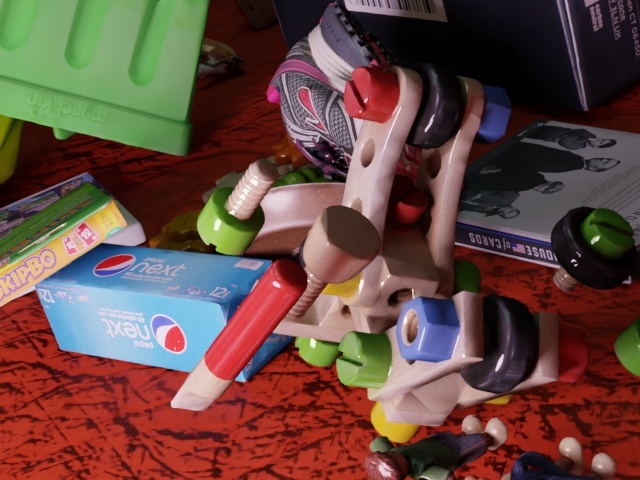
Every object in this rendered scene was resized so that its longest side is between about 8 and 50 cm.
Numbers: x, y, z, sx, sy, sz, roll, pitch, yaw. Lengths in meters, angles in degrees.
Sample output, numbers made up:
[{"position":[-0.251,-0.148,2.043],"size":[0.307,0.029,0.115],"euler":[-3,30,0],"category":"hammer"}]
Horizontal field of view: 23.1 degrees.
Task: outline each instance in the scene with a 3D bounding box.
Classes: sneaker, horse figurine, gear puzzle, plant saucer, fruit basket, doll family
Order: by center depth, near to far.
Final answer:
[{"position":[0.101,0.156,0.871],"size":[0.111,0.076,0.193],"euler":[-12,12,-41],"category":"doll family"},{"position":[0.000,0.000,1.209],"size":[0.168,0.168,0.029],"euler":[-8,69,18],"category":"plant saucer"},{"position":[0.034,-0.092,1.341],"size":[0.112,0.121,0.299],"euler":[-44,28,13],"category":"sneaker"},{"position":[-0.022,-0.070,1.451],"size":[0.339,0.044,0.175],"euler":[-30,28,-27],"category":"gear puzzle"},{"position":[-0.339,-0.153,1.573],"size":[0.392,0.392,0.283],"euler":[-29,45,-25],"category":"fruit basket"},{"position":[-0.217,-0.230,1.870],"size":[0.175,0.066,0.263],"euler":[-14,17,-21],"category":"horse figurine"}]

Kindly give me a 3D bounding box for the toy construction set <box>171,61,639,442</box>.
[{"position":[0.024,0.049,1.015],"size":[0.309,0.237,0.257],"euler":[-13,61,-43],"category":"toy construction set"}]

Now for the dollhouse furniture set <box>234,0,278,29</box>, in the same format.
[{"position":[-0.053,-0.459,2.031],"size":[0.286,0.198,0.303],"euler":[-33,27,-6],"category":"dollhouse furniture set"}]

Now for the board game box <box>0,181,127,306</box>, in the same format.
[{"position":[-0.228,0.000,1.289],"size":[0.124,0.039,0.259],"euler":[-33,8,-8],"category":"board game box"}]

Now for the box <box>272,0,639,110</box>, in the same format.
[{"position":[0.241,-0.383,1.639],"size":[0.472,0.297,0.480],"euler":[-32,28,-27],"category":"box"}]

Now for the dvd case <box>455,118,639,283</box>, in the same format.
[{"position":[0.210,-0.038,1.262],"size":[0.179,0.029,0.239],"euler":[-33,30,-31],"category":"dvd case"}]

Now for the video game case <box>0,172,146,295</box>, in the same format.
[{"position":[-0.285,0.005,1.488],"size":[0.201,0.023,0.183],"euler":[-25,26,-15],"category":"video game case"}]

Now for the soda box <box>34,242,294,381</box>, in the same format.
[{"position":[-0.126,0.053,1.232],"size":[0.210,0.071,0.067],"euler":[6,33,40],"category":"soda box"}]
